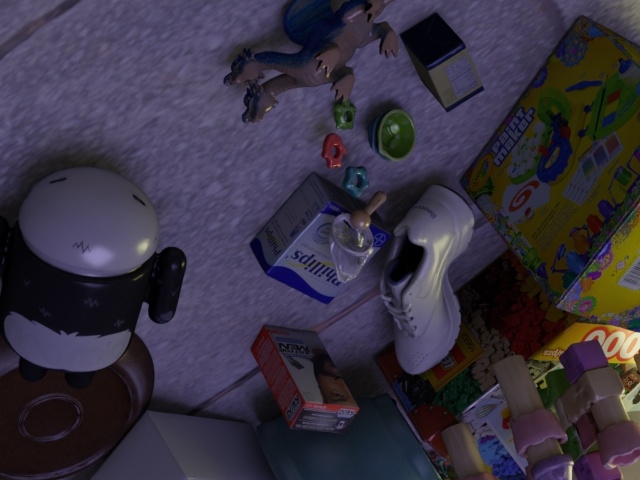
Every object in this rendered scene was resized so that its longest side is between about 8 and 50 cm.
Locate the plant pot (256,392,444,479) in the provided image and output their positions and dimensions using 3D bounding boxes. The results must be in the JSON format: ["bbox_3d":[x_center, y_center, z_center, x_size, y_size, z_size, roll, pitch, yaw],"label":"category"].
[{"bbox_3d":[0.066,0.346,1.874,0.196,0.293,0.293,-32,134,0],"label":"plant pot"}]

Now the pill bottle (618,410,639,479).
[{"bbox_3d":[0.498,0.395,1.951,0.161,0.161,0.283,-25,134,-6],"label":"pill bottle"}]

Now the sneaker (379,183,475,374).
[{"bbox_3d":[0.128,0.066,1.780,0.129,0.111,0.297,-30,133,-41],"label":"sneaker"}]

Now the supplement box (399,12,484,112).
[{"bbox_3d":[0.152,-0.222,1.592,0.056,0.083,0.083,-31,133,1],"label":"supplement box"}]

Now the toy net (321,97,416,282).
[{"bbox_3d":[0.050,-0.062,1.627,0.122,0.045,0.232,16,84,-42],"label":"toy net"}]

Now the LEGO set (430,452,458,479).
[{"bbox_3d":[0.131,0.381,2.096,0.287,0.107,0.132,-6,164,-28],"label":"LEGO set"}]

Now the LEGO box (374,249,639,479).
[{"bbox_3d":[0.385,0.238,2.012,0.372,0.193,0.500,-41,133,9],"label":"LEGO box"}]

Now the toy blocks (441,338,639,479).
[{"bbox_3d":[0.365,0.297,1.684,0.309,0.260,0.288,-10,152,-20],"label":"toy blocks"}]

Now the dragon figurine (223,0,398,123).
[{"bbox_3d":[0.013,-0.248,1.500,0.289,0.144,0.085,-48,133,-10],"label":"dragon figurine"}]

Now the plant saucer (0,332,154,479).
[{"bbox_3d":[-0.370,0.228,1.731,0.310,0.050,0.310,-15,132,-16],"label":"plant saucer"}]

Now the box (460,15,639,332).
[{"bbox_3d":[0.382,-0.087,1.683,0.177,0.279,0.290,17,118,-37],"label":"box"}]

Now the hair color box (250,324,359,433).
[{"bbox_3d":[-0.023,0.193,1.790,0.093,0.167,0.053,11,121,-33],"label":"hair color box"}]

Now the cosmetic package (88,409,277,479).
[{"bbox_3d":[-0.209,0.375,1.844,0.225,0.138,0.224,-49,144,18],"label":"cosmetic package"}]

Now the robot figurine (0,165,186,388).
[{"bbox_3d":[-0.293,0.044,1.534,0.209,0.173,0.278,-18,137,-45],"label":"robot figurine"}]

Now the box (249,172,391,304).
[{"bbox_3d":[0.000,0.000,1.708,0.126,0.072,0.137,28,111,-39],"label":"box"}]
